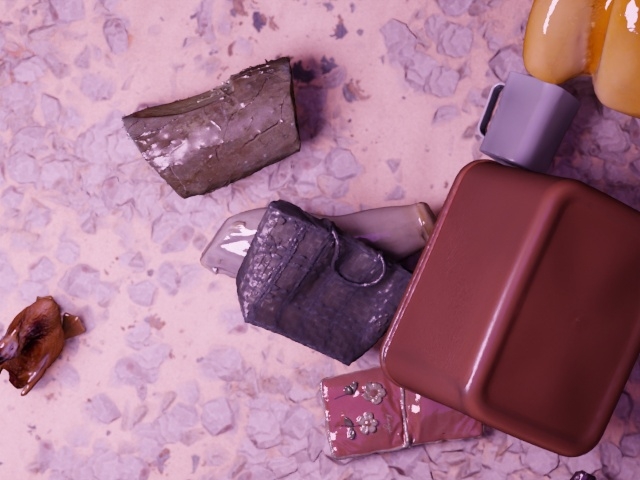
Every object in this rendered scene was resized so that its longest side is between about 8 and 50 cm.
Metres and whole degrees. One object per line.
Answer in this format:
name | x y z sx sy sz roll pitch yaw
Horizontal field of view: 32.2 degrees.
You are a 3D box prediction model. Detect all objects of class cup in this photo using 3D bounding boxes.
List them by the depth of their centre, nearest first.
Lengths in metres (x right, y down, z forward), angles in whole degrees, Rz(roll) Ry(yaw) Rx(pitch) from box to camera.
cup | 0.283 -0.170 1.572 0.128 0.095 0.129 26 92 39

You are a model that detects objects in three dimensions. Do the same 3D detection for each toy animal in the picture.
toy animal | -0.418 0.160 1.559 0.089 0.179 0.188 32 116 5

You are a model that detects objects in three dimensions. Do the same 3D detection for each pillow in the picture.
pillow | 0.118 0.237 1.592 0.232 0.043 0.126 -10 89 1

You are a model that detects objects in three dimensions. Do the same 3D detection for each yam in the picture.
yam | -0.141 -0.152 1.566 0.254 0.154 0.154 -19 88 -2

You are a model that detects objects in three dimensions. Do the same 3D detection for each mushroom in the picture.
mushroom | 0.001 0.002 1.580 0.351 0.097 0.109 -3 111 -1

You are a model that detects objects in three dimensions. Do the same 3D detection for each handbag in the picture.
handbag | 0.005 0.060 1.520 0.270 0.089 0.175 27 113 -25

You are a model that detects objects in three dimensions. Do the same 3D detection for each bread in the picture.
bread | 0.451 -0.375 1.499 0.245 0.329 0.424 15 75 36

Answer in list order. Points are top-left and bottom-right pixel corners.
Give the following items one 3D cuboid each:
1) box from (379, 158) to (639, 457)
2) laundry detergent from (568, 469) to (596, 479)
box | 0.275 0.087 1.456 0.239 0.229 0.339 25 88 -22
laundry detergent | 0.316 0.421 1.561 0.144 0.078 0.222 23 90 6
